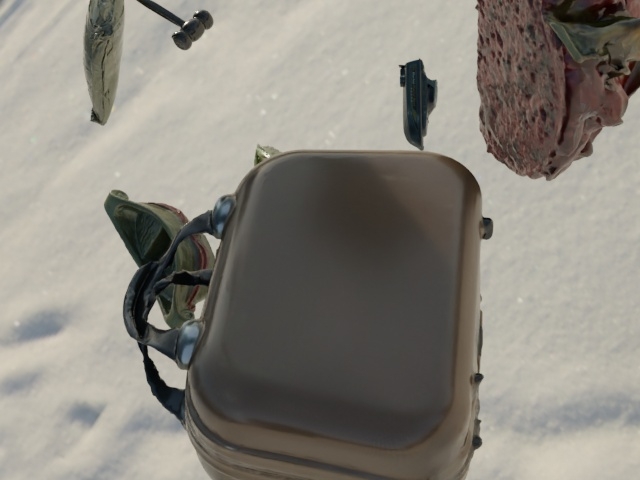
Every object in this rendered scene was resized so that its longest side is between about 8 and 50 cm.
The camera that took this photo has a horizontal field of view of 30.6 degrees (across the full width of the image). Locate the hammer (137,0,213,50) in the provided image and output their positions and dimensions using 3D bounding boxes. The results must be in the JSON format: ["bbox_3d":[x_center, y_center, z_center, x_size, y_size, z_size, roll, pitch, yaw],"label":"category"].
[{"bbox_3d":[-0.272,-0.343,1.552,0.292,0.029,0.058,33,62,14],"label":"hammer"}]

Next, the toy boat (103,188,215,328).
[{"bbox_3d":[-0.152,0.018,1.171,0.185,0.071,0.089,56,130,32],"label":"toy boat"}]

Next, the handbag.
[{"bbox_3d":[-0.012,0.062,0.915,0.283,0.149,0.302,7,48,3],"label":"handbag"}]

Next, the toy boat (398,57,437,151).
[{"bbox_3d":[0.152,-0.206,1.813,0.060,0.055,0.141,-2,82,8],"label":"toy boat"}]

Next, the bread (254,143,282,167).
[{"bbox_3d":[-0.002,-0.002,1.548,0.045,0.301,0.301,-31,41,-8],"label":"bread"}]

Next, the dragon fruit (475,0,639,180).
[{"bbox_3d":[0.240,-0.178,1.046,0.152,0.317,0.205,-13,46,-7],"label":"dragon fruit"}]

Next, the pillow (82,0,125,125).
[{"bbox_3d":[-0.288,-0.258,1.550,0.053,0.208,0.119,6,57,-10],"label":"pillow"}]
